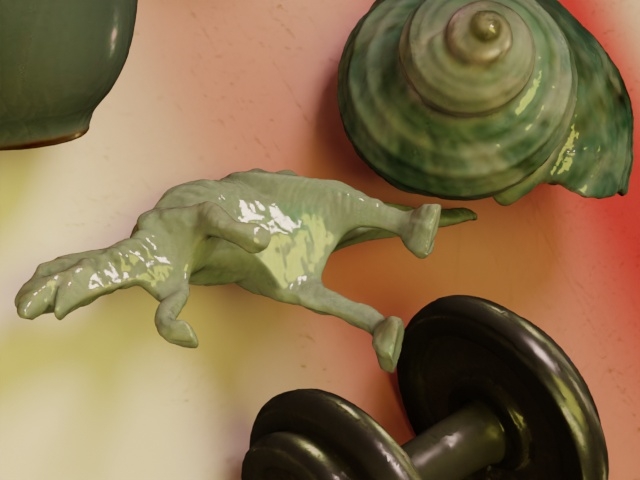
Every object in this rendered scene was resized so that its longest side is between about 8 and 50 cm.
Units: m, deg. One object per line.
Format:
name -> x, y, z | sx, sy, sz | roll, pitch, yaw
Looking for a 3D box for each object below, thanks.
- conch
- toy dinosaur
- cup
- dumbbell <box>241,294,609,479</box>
conch -> 0.119, -0.105, 0.943 | 0.220, 0.277, 0.195 | 41, 86, 18
toy dinosaur -> 0.000, 0.000, 0.876 | 0.393, 0.206, 0.092 | -28, 125, -48
cup -> -0.184, -0.134, 0.782 | 0.199, 0.199, 0.150 | -14, 110, -32
dumbbell -> 0.070, 0.152, 0.877 | 0.290, 0.192, 0.192 | -27, 99, -31
